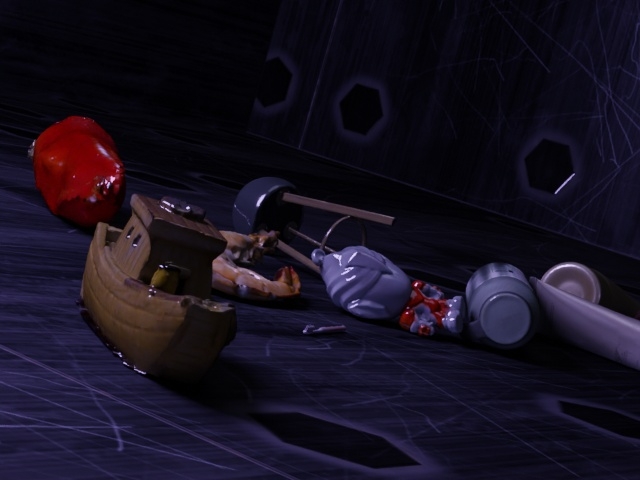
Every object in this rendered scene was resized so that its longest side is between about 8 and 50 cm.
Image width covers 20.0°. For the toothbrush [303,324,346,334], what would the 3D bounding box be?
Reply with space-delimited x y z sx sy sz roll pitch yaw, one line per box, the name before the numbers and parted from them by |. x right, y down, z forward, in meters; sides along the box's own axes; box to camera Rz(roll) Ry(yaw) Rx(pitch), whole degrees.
toothbrush | 0.005 0.086 1.771 0.006 0.008 0.097 33 11 20

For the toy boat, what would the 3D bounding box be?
toy boat | -0.125 0.029 1.451 0.089 0.121 0.321 19 4 -19

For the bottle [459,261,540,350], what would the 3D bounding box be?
bottle | 0.199 0.075 2.060 0.096 0.079 0.253 -21 4 4

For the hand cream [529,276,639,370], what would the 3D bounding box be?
hand cream | 0.330 0.106 2.157 0.186 0.087 0.054 21 46 24

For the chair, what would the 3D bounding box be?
chair | -0.001 -0.001 2.199 0.222 0.104 0.095 25 -15 35

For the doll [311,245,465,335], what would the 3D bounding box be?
doll | 0.071 0.055 1.942 0.180 0.079 0.094 22 46 -1

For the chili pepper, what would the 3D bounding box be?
chili pepper | -0.277 -0.080 2.103 0.110 0.110 0.387 14 8 -16

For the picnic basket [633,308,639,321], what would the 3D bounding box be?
picnic basket | 0.528 0.085 2.333 0.129 0.222 0.297 43 17 22

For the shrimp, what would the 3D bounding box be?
shrimp | -0.073 0.025 1.916 0.133 0.053 0.236 15 9 15

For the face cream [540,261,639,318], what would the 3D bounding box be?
face cream | 0.366 0.090 2.378 0.137 0.084 0.341 12 -3 23
